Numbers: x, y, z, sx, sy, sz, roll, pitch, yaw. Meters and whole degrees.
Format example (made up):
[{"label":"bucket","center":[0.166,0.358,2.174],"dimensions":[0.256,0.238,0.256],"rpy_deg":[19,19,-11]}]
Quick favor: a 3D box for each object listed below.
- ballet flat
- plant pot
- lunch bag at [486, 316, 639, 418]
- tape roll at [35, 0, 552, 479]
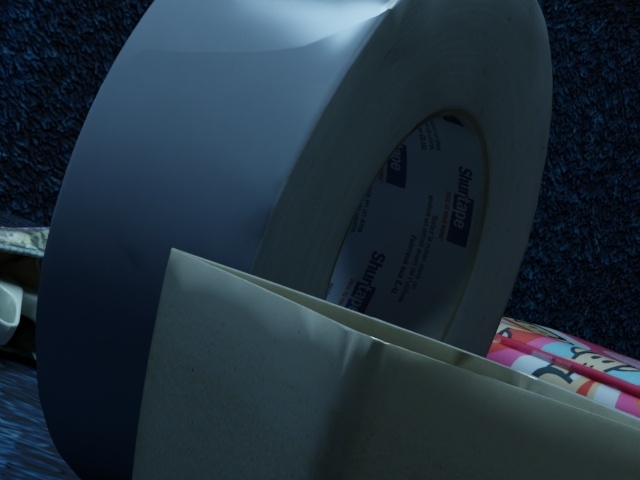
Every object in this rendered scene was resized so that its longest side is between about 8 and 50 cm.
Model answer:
[{"label":"ballet flat","center":[-0.156,0.029,0.845],"dimensions":[0.221,0.077,0.079],"rpy_deg":[15,22,-38]},{"label":"plant pot","center":[0.016,0.070,0.368],"dimensions":[0.109,0.096,0.109],"rpy_deg":[20,-1,-25]},{"label":"lunch bag","center":[0.165,0.115,0.802],"dimensions":[0.258,0.120,0.293],"rpy_deg":[20,1,-36]},{"label":"tape roll","center":[0.000,0.000,0.586],"dimensions":[0.072,0.219,0.219],"rpy_deg":[20,-1,25]}]
